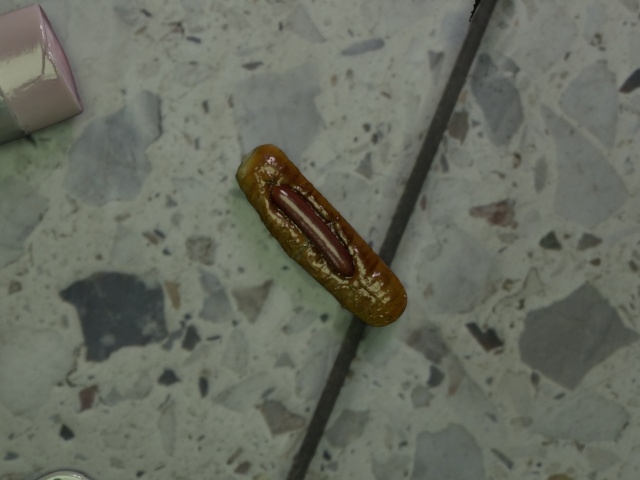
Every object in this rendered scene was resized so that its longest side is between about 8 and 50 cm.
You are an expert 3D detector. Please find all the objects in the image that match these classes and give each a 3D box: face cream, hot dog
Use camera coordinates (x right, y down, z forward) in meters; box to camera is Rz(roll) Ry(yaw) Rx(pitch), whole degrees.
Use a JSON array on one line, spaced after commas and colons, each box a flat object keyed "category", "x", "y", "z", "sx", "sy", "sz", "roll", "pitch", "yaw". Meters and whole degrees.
[{"category": "face cream", "x": -0.355, "y": -0.116, "z": 0.824, "sx": 0.269, "sy": 0.073, "sz": 0.107, "roll": -22, "pitch": 101, "yaw": -4}, {"category": "hot dog", "x": 0.000, "y": 0.000, "z": 0.881, "sx": 0.066, "sy": 0.047, "sz": 0.215, "roll": -41, "pitch": 97, "yaw": 1}]

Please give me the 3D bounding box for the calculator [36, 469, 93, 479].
[{"category": "calculator", "x": -0.267, "y": 0.291, "z": 0.886, "sx": 0.095, "sy": 0.021, "sz": 0.153, "roll": 36, "pitch": 89, "yaw": -7}]
